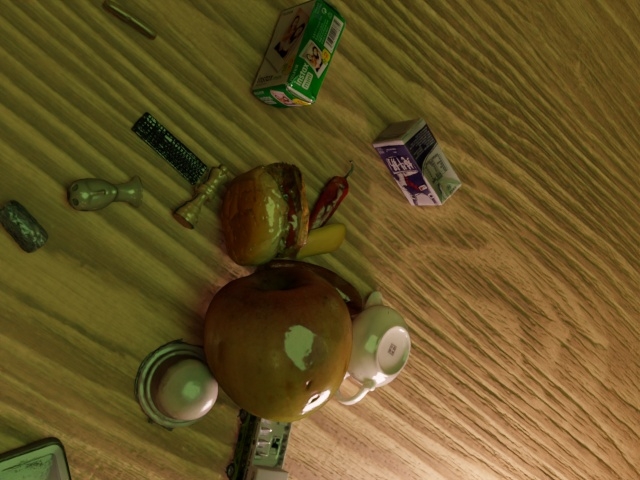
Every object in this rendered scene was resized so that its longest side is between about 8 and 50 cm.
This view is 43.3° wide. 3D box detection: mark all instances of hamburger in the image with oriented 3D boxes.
[{"bbox_3d":[-0.130,-0.063,1.863,0.162,0.244,0.245,-6,95,-27],"label":"hamburger"}]

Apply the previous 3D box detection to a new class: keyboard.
[{"bbox_3d":[-0.344,-0.210,1.850,0.195,0.018,0.060,43,68,-25],"label":"keyboard"}]

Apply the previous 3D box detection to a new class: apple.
[{"bbox_3d":[-0.085,0.232,1.801,0.338,0.338,0.305,-16,111,-29],"label":"apple"}]

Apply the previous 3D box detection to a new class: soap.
[{"bbox_3d":[0.000,0.000,2.028,0.168,0.033,0.089,-11,126,-42],"label":"soap"}]

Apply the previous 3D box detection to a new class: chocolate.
[{"bbox_3d":[-0.297,0.332,1.821,0.221,0.147,0.222,1,88,-33],"label":"chocolate"}]

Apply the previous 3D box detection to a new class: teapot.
[{"bbox_3d":[0.126,0.285,2.076,0.300,0.165,0.208,-56,143,-9],"label":"teapot"}]

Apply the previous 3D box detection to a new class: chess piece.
[{"bbox_3d":[-0.271,-0.109,1.876,0.060,0.060,0.172,43,68,-24],"label":"chess piece"}]

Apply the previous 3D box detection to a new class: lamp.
[{"bbox_3d":[-0.643,0.576,1.679,0.266,0.047,0.269,-15,99,-30],"label":"lamp"}]

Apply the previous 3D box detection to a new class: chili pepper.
[{"bbox_3d":[0.019,-0.093,2.051,0.268,0.050,0.059,-55,132,-16],"label":"chili pepper"}]

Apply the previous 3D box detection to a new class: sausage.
[{"bbox_3d":[-0.421,-0.492,1.790,0.132,0.024,0.024,31,76,-29],"label":"sausage"},{"bbox_3d":[-0.024,0.108,2.009,0.302,0.076,0.103,18,68,-25],"label":"sausage"}]

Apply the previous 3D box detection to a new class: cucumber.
[{"bbox_3d":[-0.619,-0.029,1.665,0.064,0.064,0.112,-46,112,-21],"label":"cucumber"}]

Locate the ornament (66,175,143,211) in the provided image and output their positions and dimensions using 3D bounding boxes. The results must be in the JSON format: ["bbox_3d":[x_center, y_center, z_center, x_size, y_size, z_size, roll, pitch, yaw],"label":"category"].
[{"bbox_3d":[-0.468,-0.102,1.745,0.156,0.081,0.075,-5,91,-35],"label":"ornament"}]

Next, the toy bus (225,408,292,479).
[{"bbox_3d":[-0.137,0.490,1.923,0.113,0.139,0.302,17,81,-32],"label":"toy bus"}]

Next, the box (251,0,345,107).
[{"bbox_3d":[-0.051,-0.441,1.925,0.103,0.180,0.250,28,76,-32],"label":"box"}]

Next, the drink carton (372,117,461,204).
[{"bbox_3d":[0.258,-0.205,2.141,0.102,0.134,0.222,-46,113,-24],"label":"drink carton"}]
